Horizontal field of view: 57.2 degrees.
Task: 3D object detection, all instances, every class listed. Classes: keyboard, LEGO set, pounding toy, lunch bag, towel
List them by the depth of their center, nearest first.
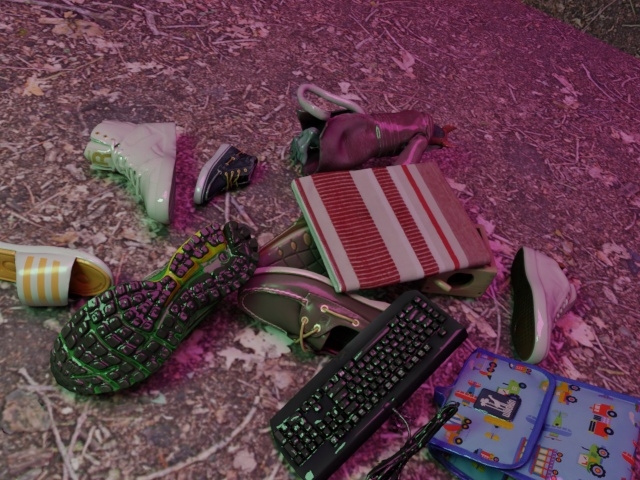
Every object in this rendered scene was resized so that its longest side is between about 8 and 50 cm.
[{"bbox_3d":[0.091,0.227,0.845,0.317,0.033,0.201,-42,59,-12],"label":"keyboard"},{"bbox_3d":[0.136,0.288,0.918,0.054,0.023,0.083,-28,61,-38],"label":"LEGO set"},{"bbox_3d":[0.315,0.302,0.918,0.293,0.138,0.221,22,44,20],"label":"lunch bag"},{"bbox_3d":[0.129,-0.031,1.054,0.329,0.037,0.237,-9,60,-28],"label":"towel"},{"bbox_3d":[0.220,0.052,1.127,0.206,0.094,0.181,7,46,-10],"label":"pounding toy"}]

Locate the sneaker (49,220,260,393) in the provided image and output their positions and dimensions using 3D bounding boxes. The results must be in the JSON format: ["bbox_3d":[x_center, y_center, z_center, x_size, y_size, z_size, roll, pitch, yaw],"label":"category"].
[{"bbox_3d":[-0.243,0.111,0.898,0.343,0.146,0.134,-36,88,-25],"label":"sneaker"}]

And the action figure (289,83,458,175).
[{"bbox_3d":[0.122,-0.238,1.264,0.370,0.275,0.248,-8,43,-8],"label":"action figure"}]

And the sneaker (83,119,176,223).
[{"bbox_3d":[-0.357,-0.132,1.104,0.169,0.108,0.292,1,37,-16],"label":"sneaker"}]

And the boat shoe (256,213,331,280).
[{"bbox_3d":[0.000,0.000,1.099,0.324,0.123,0.116,-22,27,-37],"label":"boat shoe"}]

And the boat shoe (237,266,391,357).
[{"bbox_3d":[0.013,0.138,0.959,0.324,0.116,0.096,20,41,-8],"label":"boat shoe"}]

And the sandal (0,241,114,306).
[{"bbox_3d":[-0.449,0.060,0.889,0.265,0.102,0.076,9,46,1],"label":"sandal"}]

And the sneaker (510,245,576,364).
[{"bbox_3d":[0.438,0.124,1.123,0.123,0.106,0.290,19,43,2],"label":"sneaker"}]

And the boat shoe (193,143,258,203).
[{"bbox_3d":[-0.187,-0.129,1.178,0.083,0.065,0.183,19,43,1],"label":"boat shoe"}]
